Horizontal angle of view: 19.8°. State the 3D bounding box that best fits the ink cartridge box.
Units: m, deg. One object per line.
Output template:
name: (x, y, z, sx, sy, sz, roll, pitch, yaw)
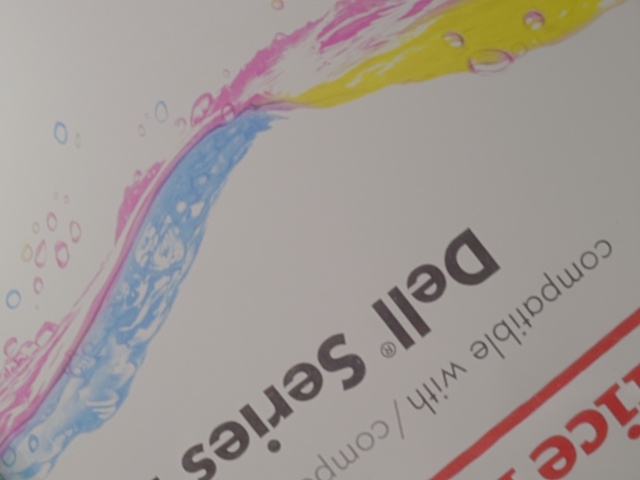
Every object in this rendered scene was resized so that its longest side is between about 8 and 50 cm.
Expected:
ink cartridge box: (0.000, 0.000, 0.502, 0.207, 0.119, 0.353, -39, 91, -5)
